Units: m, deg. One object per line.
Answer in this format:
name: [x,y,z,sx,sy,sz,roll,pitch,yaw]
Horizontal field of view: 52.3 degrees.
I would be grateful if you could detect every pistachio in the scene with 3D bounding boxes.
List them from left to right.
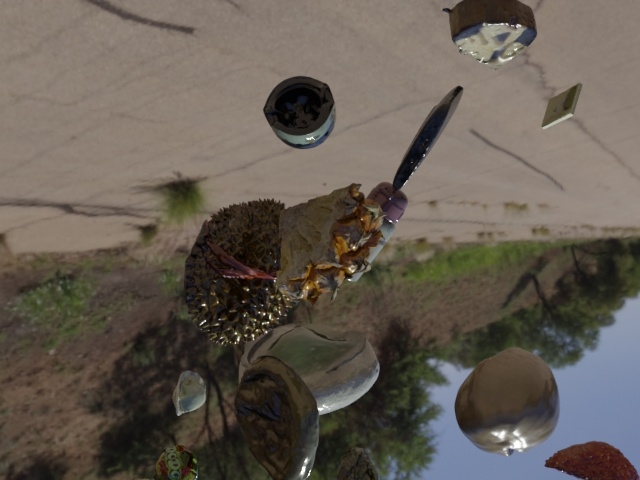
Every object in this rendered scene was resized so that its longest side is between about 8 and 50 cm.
pistachio: [0.230,0.193,0.801,0.124,0.125,0.185,-17,-171,26]

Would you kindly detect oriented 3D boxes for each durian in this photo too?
durian: [-0.184,0.069,1.643,0.384,0.348,0.347,-48,161,17]

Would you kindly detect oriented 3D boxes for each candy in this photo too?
candy: [-0.283,0.519,1.325,0.083,0.091,0.306,-4,133,-8]
candy: [-0.045,0.378,1.874,0.385,0.186,0.426,11,-162,34]

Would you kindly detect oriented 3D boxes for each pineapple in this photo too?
pineapple: [0.000,0.000,1.146,0.236,0.186,0.114,-44,131,3]

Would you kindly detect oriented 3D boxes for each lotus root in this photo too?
lotus root: [0.394,-0.467,1.462,0.260,0.075,0.170,9,161,-44]

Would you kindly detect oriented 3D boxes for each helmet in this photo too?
helmet: [-0.036,-0.268,1.430,0.153,0.177,0.107,-22,138,3]

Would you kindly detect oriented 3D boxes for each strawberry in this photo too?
strawberry: [0.671,0.540,1.582,0.175,0.107,0.235,6,161,48]

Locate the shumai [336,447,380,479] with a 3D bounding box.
shumai: [0.072,0.376,0.969,0.087,0.124,0.099,1,172,19]

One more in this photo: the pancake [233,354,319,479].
pancake: [-0.100,0.389,1.407,0.049,0.295,0.294,-9,172,-39]

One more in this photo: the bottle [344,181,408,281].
bottle: [0.105,-0.026,1.477,0.233,0.110,0.110,-54,164,9]

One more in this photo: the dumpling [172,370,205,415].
dumpling: [-0.198,0.225,0.976,0.043,0.060,0.077,3,-163,42]

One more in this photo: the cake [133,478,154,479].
cake: [-0.366,0.758,1.659,0.285,0.228,0.222,7,-177,-6]

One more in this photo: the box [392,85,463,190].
box: [0.218,-0.211,1.331,0.213,0.042,0.201,-61,175,32]

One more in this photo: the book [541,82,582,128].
book: [0.537,-0.299,1.455,0.014,0.077,0.111,22,169,-11]
